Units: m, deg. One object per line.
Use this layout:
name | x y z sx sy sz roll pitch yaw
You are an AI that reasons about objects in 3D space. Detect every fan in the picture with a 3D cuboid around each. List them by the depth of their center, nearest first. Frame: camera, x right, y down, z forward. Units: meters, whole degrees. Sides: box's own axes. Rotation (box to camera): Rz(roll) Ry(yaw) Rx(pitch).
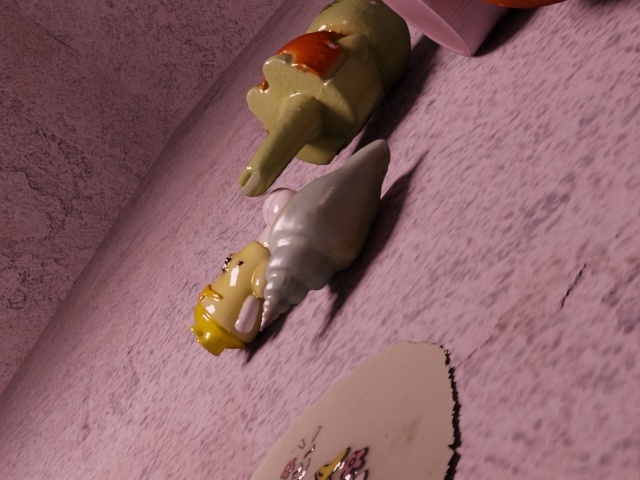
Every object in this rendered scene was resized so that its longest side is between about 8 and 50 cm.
fan | 0.016 0.143 0.424 0.233 0.012 0.414 -57 14 -11

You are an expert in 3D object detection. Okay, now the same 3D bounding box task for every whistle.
whistle | 0.003 -0.142 0.907 0.288 0.106 0.131 -54 3 -38

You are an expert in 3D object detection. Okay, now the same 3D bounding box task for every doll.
doll | -0.050 0.023 0.819 0.162 0.062 0.106 -53 19 -3

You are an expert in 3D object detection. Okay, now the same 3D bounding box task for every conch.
conch | 0.005 0.001 0.722 0.065 0.088 0.180 20 60 30

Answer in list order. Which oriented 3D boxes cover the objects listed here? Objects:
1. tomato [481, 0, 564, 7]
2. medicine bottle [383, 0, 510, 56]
tomato | 0.145 -0.273 0.590 0.180 0.260 0.260 -21 -7 -35
medicine bottle | 0.147 -0.282 0.765 0.250 0.133 0.133 -52 14 3
